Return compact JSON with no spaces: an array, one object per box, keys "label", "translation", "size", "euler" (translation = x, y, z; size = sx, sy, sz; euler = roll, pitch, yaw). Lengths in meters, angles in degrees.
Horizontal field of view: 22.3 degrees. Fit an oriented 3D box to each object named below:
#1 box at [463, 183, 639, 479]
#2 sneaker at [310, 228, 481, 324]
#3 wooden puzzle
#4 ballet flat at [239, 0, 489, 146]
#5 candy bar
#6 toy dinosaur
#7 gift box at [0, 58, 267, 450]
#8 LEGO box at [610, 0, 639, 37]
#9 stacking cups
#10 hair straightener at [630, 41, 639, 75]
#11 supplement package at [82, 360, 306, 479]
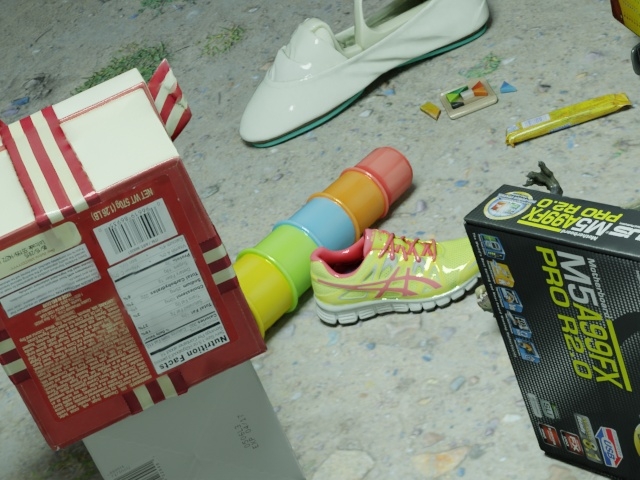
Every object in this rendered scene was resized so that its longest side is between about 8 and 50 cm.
[{"label":"box","translation":[0.249,0.092,1.365],"size":[0.060,0.270,0.216],"euler":[-39,34,-28]},{"label":"sneaker","translation":[0.083,0.025,1.767],"size":[0.208,0.094,0.081],"euler":[-16,29,10]},{"label":"wooden puzzle","translation":[0.191,-0.188,2.122],"size":[0.116,0.014,0.078],"euler":[-24,30,-4]},{"label":"ballet flat","translation":[0.046,-0.275,2.247],"size":[0.400,0.139,0.139],"euler":[-28,30,-9]},{"label":"candy bar","translation":[0.299,-0.150,1.981],"size":[0.161,0.018,0.040],"euler":[-18,26,9]},{"label":"toy dinosaur","translation":[0.238,-0.011,1.731],"size":[0.268,0.064,0.118],"euler":[-33,71,-26]},{"label":"gift box","translation":[-0.209,-0.013,1.496],"size":[0.255,0.276,0.258],"euler":[-21,28,-8]},{"label":"LEGO box","translation":[0.565,-0.317,1.799],"size":[0.372,0.193,0.500],"euler":[-14,24,-4]},{"label":"stacking cups","translation":[0.000,0.000,1.884],"size":[0.096,0.096,0.316],"euler":[11,39,44]},{"label":"hair straightener","translation":[0.450,-0.278,2.057],"size":[0.089,0.047,0.230],"euler":[6,40,40]},{"label":"supplement package","translation":[-0.160,0.146,1.650],"size":[0.175,0.177,0.293],"euler":[-26,29,-5]}]
